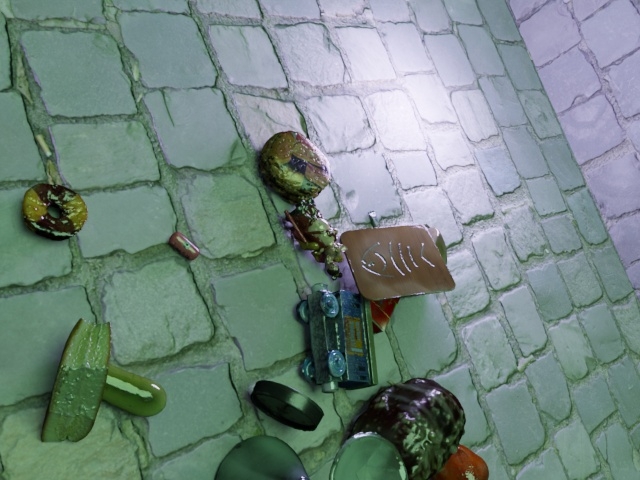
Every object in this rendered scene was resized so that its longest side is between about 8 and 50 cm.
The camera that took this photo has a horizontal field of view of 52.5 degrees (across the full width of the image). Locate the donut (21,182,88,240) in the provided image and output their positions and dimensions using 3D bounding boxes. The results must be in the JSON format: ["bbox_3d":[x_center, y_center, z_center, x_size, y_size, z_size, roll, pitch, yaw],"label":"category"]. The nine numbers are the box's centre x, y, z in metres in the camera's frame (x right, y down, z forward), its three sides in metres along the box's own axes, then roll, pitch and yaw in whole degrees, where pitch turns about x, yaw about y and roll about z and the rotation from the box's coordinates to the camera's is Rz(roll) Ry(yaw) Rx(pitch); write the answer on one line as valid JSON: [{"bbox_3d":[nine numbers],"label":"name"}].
[{"bbox_3d":[-0.595,-0.059,1.442,0.140,0.059,0.140,17,61,-32],"label":"donut"}]

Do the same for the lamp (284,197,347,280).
[{"bbox_3d":[0.000,0.000,1.861,0.118,0.118,0.253,-34,93,-43],"label":"lamp"}]

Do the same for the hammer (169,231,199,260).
[{"bbox_3d":[-0.340,0.014,1.626,0.083,0.043,0.043,45,49,-16],"label":"hammer"}]

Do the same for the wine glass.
[{"bbox_3d":[-0.019,0.541,1.401,0.267,0.406,0.267,15,64,-34],"label":"wine glass"}]

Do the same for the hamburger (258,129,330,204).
[{"bbox_3d":[-0.072,-0.221,1.912,0.231,0.107,0.230,12,65,-27],"label":"hamburger"}]

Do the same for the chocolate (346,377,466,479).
[{"bbox_3d":[0.253,0.513,1.721,0.340,0.210,0.225,-32,102,-33],"label":"chocolate"}]

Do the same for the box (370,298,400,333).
[{"bbox_3d":[0.173,0.182,1.959,0.112,0.048,0.175,45,49,-15],"label":"box"}]

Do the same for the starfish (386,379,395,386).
[{"bbox_3d":[0.202,0.506,1.834,0.224,0.050,0.216,-15,86,-30],"label":"starfish"}]

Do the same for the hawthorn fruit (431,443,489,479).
[{"bbox_3d":[0.362,0.607,1.863,0.165,0.165,0.285,-18,72,-42],"label":"hawthorn fruit"}]

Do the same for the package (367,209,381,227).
[{"bbox_3d":[0.182,-0.045,2.094,0.037,0.015,0.110,-20,85,-48],"label":"package"}]

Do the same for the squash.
[{"bbox_3d":[-0.442,0.303,1.389,0.250,0.083,0.083,34,52,-18],"label":"squash"}]

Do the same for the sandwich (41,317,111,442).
[{"bbox_3d":[-0.481,0.287,1.289,0.094,0.096,0.257,14,87,-22],"label":"sandwich"}]

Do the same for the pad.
[{"bbox_3d":[0.219,0.057,1.898,0.284,0.018,0.286,-6,43,-13],"label":"pad"}]

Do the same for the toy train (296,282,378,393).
[{"bbox_3d":[0.046,0.268,1.772,0.202,0.131,0.299,15,62,-42],"label":"toy train"}]

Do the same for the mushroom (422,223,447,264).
[{"bbox_3d":[0.354,0.063,2.073,0.162,0.173,0.236,45,44,-21],"label":"mushroom"}]

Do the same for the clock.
[{"bbox_3d":[-0.083,0.400,1.563,0.184,0.184,0.040,39,58,-19],"label":"clock"}]
